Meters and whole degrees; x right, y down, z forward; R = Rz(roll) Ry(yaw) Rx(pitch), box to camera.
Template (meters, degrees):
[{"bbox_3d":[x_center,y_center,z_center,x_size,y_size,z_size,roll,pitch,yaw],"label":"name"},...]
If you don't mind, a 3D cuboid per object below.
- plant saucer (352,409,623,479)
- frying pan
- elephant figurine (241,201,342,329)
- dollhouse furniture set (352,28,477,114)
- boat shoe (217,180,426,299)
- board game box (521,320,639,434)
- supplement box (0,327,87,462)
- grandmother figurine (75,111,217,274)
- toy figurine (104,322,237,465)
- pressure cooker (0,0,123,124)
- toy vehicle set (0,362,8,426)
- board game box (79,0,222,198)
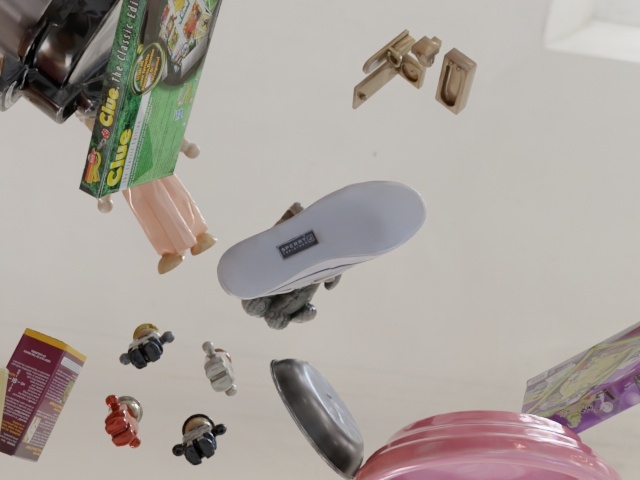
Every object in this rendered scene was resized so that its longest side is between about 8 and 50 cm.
[{"bbox_3d":[0.202,0.301,1.037,0.332,0.332,0.084,105,-8,-51],"label":"plant saucer"},{"bbox_3d":[0.013,0.247,1.216,0.197,0.053,0.326,55,6,13],"label":"frying pan"},{"bbox_3d":[-0.015,0.025,1.319,0.239,0.169,0.186,-45,-123,38],"label":"elephant figurine"},{"bbox_3d":[0.152,-0.257,1.400,0.123,0.151,0.144,-41,160,-21],"label":"dollhouse furniture set"},{"bbox_3d":[0.000,0.000,1.011,0.084,0.258,0.095,91,-19,-82],"label":"boat shoe"},{"bbox_3d":[0.451,0.178,1.218,0.056,0.347,0.208,58,22,4],"label":"board game box"},{"bbox_3d":[-0.463,0.249,1.347,0.104,0.081,0.188,82,29,-70],"label":"supplement box"},{"bbox_3d":[-0.307,-0.121,1.459,0.342,0.208,0.104,59,-6,-18],"label":"grandmother figurine"},{"bbox_3d":[-0.254,0.261,1.443,0.148,0.213,0.209,-150,-105,-81],"label":"toy figurine"},{"bbox_3d":[-0.344,-0.378,1.125,0.370,0.420,0.375,-49,-172,22],"label":"pressure cooker"},{"bbox_3d":[-0.409,0.248,0.935,0.166,0.035,0.267,14,-84,50],"label":"toy vehicle set"},{"bbox_3d":[-0.157,-0.172,0.821,0.136,0.030,0.259,-34,148,-64],"label":"board game box"}]
